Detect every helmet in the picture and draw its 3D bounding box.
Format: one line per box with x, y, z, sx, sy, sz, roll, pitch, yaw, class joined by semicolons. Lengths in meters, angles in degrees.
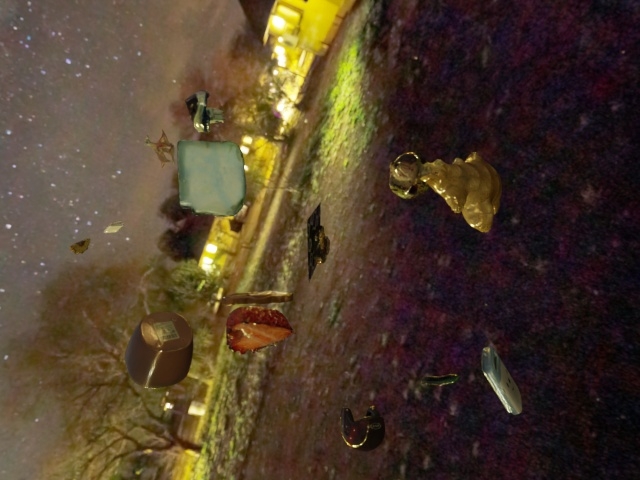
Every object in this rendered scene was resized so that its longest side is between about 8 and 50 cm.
0.189;0.835;1.894;0.216;0.189;0.193;-45;44;49;helmet

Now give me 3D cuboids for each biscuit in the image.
-0.262;0.238;1.790;0.186;0.295;0.044;-45;-48;-85;biscuit

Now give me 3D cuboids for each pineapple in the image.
-0.810;0.023;1.434;0.083;0.019;0.045;-58;-26;-63;pineapple

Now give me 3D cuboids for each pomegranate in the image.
0.251;-0.198;1.259;0.125;0.163;0.138;23;95;61;pomegranate

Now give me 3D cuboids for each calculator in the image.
0.529;0.409;1.249;0.039;0.210;0.121;-29;7;27;calculator

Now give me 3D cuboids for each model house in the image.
-0.399;-0.216;1.548;0.241;0.225;0.261;-169;78;-72;model house

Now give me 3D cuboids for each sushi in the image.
0.000;0.000;1.868;0.294;0.059;0.292;-63;-25;-64;sushi

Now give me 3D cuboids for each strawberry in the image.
-0.267;0.317;1.604;0.253;0.280;0.150;-37;51;30;strawberry

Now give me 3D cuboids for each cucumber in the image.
0.388;0.459;1.396;0.036;0.033;0.184;-54;12;-33;cucumber

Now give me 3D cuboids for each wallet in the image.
-0.898;-0.057;1.843;0.122;0.061;0.025;-19;89;51;wallet

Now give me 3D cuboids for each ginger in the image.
0.429;-0.140;1.288;0.166;0.375;0.236;16;115;55;ginger

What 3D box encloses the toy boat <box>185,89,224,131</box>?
-0.422;-0.476;1.574;0.262;0.115;0.114;121;134;-81;toy boat

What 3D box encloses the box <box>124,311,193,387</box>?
-0.708;0.477;1.900;0.301;0.301;0.216;-91;24;-56;box

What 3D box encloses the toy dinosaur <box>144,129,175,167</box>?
-0.540;-0.310;1.440;0.220;0.108;0.032;135;154;-61;toy dinosaur
